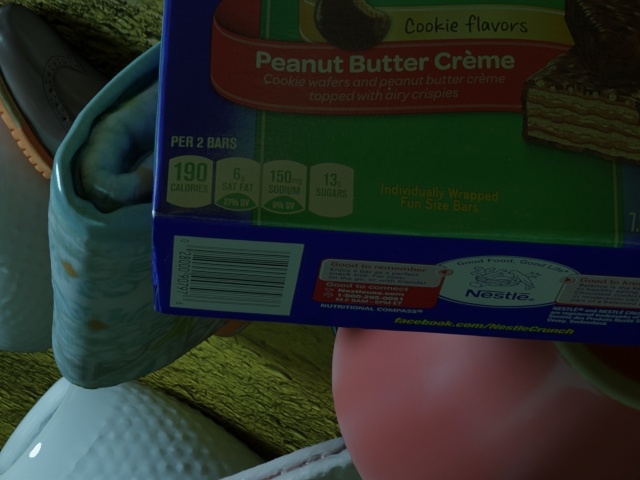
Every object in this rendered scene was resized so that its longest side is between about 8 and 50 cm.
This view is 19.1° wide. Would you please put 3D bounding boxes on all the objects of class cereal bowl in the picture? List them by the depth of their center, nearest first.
[{"bbox_3d":[-0.349,-0.029,1.754,0.339,0.141,0.339,47,161,22],"label":"cereal bowl"}]

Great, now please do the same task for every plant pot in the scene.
[{"bbox_3d":[0.175,0.077,1.408,0.275,0.275,0.243,33,146,-8],"label":"plant pot"}]

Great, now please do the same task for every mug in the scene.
[{"bbox_3d":[-0.247,0.343,2.306,0.328,0.276,0.374,40,130,-13],"label":"mug"}]

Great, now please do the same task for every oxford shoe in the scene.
[{"bbox_3d":[-0.146,-0.083,1.638,0.132,0.130,0.364,-34,111,28],"label":"oxford shoe"}]

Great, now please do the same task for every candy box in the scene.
[{"bbox_3d":[0.055,-0.119,0.963,0.268,0.317,0.122,3,153,-5],"label":"candy box"}]

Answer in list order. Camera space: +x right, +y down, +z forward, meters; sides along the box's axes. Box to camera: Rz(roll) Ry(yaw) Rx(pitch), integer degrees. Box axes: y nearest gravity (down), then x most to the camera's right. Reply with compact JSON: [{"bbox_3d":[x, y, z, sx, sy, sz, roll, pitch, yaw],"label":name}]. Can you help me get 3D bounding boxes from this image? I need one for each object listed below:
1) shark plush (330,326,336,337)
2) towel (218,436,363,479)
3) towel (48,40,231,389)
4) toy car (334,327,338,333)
[{"bbox_3d":[0.009,0.024,1.715,0.067,0.073,0.161,50,178,39],"label":"shark plush"},{"bbox_3d":[0.035,0.319,2.062,0.317,0.053,0.332,-23,136,13],"label":"towel"},{"bbox_3d":[-0.011,-0.068,1.182,0.090,0.374,0.320,48,161,14],"label":"towel"},{"bbox_3d":[0.000,0.000,1.577,0.149,0.155,0.188,15,165,29],"label":"toy car"}]
